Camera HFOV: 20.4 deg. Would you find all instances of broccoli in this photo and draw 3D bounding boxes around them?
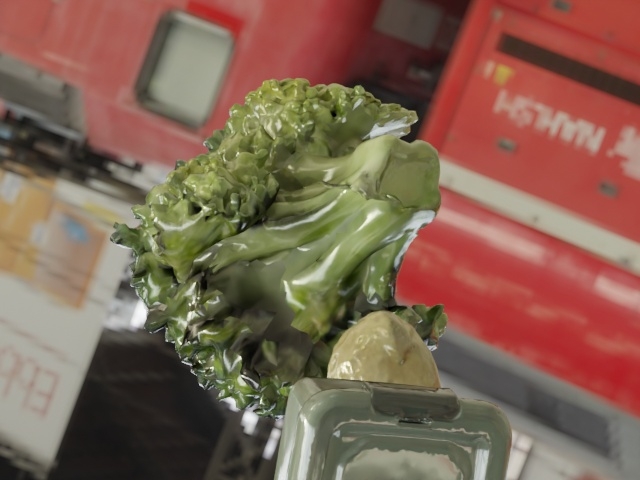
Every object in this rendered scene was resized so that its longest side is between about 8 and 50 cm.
[{"bbox_3d":[0.009,-0.002,1.619,0.293,0.348,0.281,46,146,-7],"label":"broccoli"}]

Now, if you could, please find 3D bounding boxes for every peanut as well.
[{"bbox_3d":[0.045,0.153,1.343,0.090,0.214,0.098,4,-156,-3],"label":"peanut"}]

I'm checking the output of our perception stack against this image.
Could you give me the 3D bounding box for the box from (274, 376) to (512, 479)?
[{"bbox_3d":[0.028,0.155,0.997,0.124,0.172,0.093,7,-169,-16],"label":"box"}]
